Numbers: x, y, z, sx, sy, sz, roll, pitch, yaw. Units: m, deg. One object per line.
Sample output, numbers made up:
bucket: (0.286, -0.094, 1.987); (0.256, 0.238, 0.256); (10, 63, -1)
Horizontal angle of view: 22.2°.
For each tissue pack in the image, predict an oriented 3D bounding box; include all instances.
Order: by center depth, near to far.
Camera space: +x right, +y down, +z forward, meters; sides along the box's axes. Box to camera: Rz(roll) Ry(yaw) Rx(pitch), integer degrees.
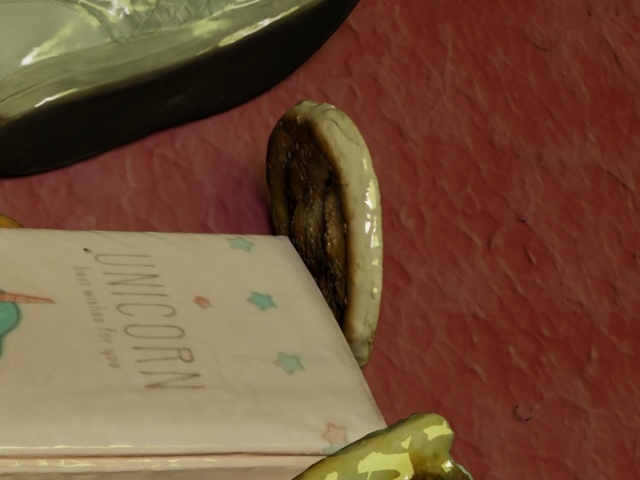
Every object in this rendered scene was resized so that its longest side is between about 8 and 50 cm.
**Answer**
tissue pack: (-0.142, 0.063, 0.771); (0.325, 0.071, 0.170); (2, 35, -28)

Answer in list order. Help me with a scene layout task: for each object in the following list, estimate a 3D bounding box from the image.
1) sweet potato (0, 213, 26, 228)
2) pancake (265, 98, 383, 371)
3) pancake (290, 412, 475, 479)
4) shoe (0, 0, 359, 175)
sweet potato: (-0.180, 0.000, 0.842); (0.095, 0.034, 0.034); (17, 61, -25)
pancake: (0.000, 0.000, 0.882); (0.028, 0.158, 0.158); (-7, 72, -19)
pancake: (-0.028, 0.266, 0.667); (0.305, 0.067, 0.427); (2, 105, -37)
shoe: (-0.086, -0.126, 0.915); (0.275, 0.103, 0.098); (-22, 77, -35)
